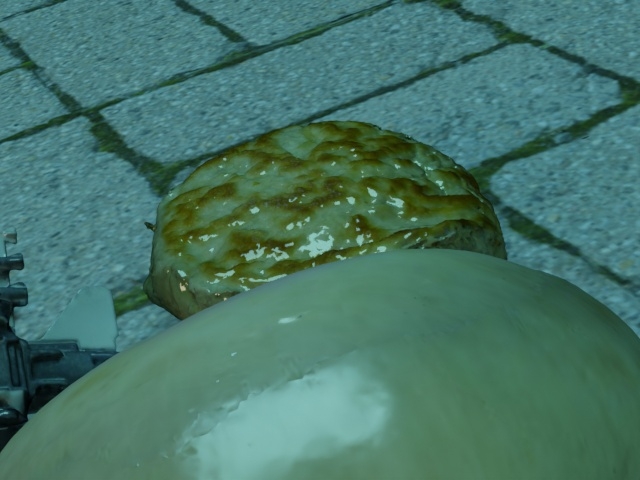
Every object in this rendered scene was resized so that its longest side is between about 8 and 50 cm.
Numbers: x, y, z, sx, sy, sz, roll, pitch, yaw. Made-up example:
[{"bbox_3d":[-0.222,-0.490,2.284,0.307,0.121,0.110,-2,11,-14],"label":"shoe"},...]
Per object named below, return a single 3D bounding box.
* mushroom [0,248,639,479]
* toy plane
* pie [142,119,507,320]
[{"bbox_3d":[0.006,0.112,0.417,0.246,0.202,0.246,-13,-15,-4],"label":"mushroom"},{"bbox_3d":[-0.184,0.067,0.586,0.234,0.160,0.082,3,-22,-39],"label":"toy plane"},{"bbox_3d":[0.000,0.000,0.705,0.205,0.084,0.179,-20,32,-18],"label":"pie"}]
